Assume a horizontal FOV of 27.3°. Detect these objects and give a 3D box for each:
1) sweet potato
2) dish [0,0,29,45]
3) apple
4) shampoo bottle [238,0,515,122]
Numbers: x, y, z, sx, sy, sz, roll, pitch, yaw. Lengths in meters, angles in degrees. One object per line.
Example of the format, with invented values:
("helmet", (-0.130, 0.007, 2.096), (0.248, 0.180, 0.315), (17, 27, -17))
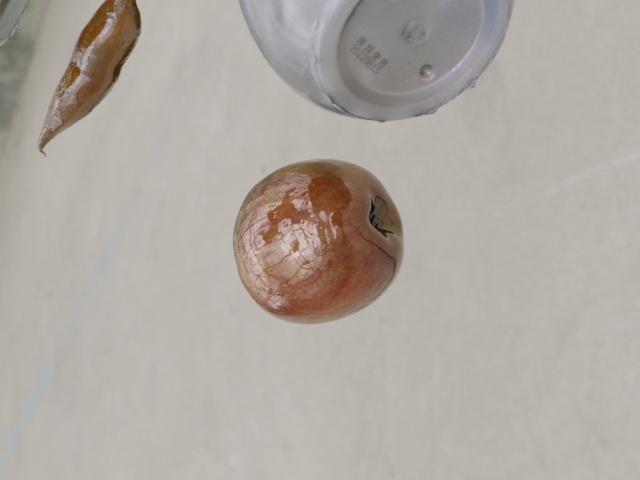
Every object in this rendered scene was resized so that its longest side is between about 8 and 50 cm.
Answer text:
("sweet potato", (-0.222, -0.156, 1.256), (0.195, 0.056, 0.056), (-56, 33, 20))
("dish", (-0.320, -0.268, 1.226), (0.303, 0.120, 0.303), (-51, 23, 32))
("apple", (0.000, 0.000, 1.494), (0.173, 0.188, 0.188), (-21, 62, 26))
("shampoo bottle", (0.046, -0.277, 1.332), (0.266, 0.273, 0.273), (62, 143, 43))
